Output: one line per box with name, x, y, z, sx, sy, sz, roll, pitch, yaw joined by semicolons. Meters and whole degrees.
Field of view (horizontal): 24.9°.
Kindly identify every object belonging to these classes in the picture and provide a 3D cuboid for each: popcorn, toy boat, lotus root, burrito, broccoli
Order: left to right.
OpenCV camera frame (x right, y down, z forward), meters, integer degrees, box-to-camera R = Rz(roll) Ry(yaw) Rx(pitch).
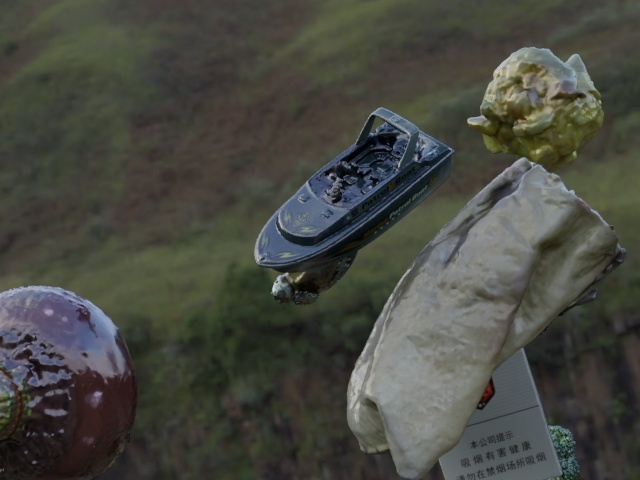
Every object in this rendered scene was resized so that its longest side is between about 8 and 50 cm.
lotus root;0.002;0.001;1.617;0.088;0.165;0.088;23;-9;4
toy boat;0.028;-0.045;1.487;0.246;0.103;0.093;-37;49;-21
burrito;0.139;0.071;1.438;0.332;0.135;0.190;-46;28;-6
broccoli;0.317;0.363;2.253;0.156;0.195;0.195;19;-11;-11
popcorn;0.322;-0.190;2.139;0.185;0.167;0.187;20;39;11

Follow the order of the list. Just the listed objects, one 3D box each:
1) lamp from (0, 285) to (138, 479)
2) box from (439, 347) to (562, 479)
lamp;-0.211;0.110;1.035;0.157;0.156;0.135;-52;-17;4
box;0.183;0.175;1.700;0.139;0.245;0.035;-16;2;10
